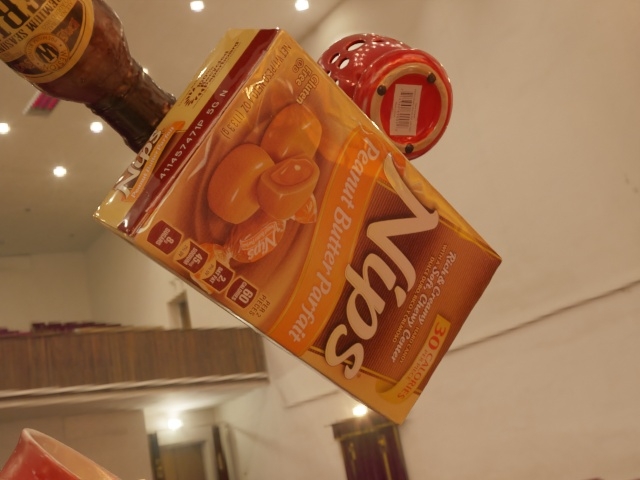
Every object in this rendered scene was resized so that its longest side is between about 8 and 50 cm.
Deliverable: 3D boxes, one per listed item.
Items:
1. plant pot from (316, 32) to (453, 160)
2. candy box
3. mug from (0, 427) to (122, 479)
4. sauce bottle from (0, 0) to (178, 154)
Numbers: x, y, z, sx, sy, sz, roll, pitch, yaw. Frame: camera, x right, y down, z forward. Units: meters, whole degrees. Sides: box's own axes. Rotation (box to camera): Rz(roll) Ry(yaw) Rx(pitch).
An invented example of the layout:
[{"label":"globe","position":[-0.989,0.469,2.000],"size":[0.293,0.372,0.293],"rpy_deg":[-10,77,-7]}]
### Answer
[{"label":"plant pot","position":[0.099,-0.215,1.227],"size":[0.191,0.191,0.174],"rpy_deg":[-2,19,-27]},{"label":"candy box","position":[0.000,0.000,0.656],"size":[0.316,0.183,0.087],"rpy_deg":[40,-11,-35]},{"label":"mug","position":[-0.142,0.207,0.401],"size":[0.150,0.169,0.113],"rpy_deg":[31,-17,15]},{"label":"sauce bottle","position":[-0.256,-0.208,0.721],"size":[0.111,0.111,0.344],"rpy_deg":[-22,-46,29]}]
